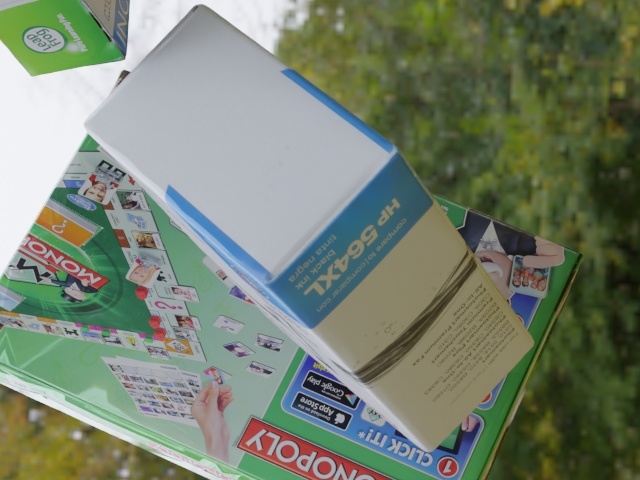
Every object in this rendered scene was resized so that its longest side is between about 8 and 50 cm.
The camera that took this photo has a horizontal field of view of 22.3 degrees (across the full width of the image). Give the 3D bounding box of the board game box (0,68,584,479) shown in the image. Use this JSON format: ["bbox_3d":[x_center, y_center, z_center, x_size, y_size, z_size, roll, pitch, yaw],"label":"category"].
[{"bbox_3d":[-0.029,0.043,0.985,0.213,0.317,0.046,-62,-13,-21],"label":"board game box"}]

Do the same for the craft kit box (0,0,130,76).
[{"bbox_3d":[-0.148,-0.240,0.697,0.246,0.061,0.250,61,-155,-58],"label":"craft kit box"}]

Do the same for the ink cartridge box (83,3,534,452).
[{"bbox_3d":[0.000,0.000,0.784,0.086,0.148,0.203,-47,-37,-6],"label":"ink cartridge box"}]
